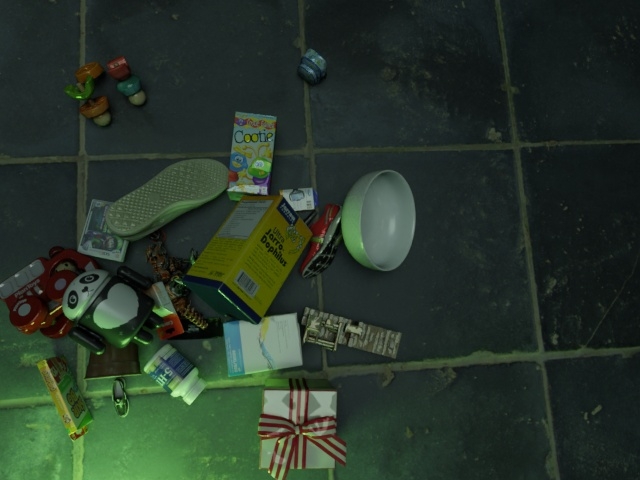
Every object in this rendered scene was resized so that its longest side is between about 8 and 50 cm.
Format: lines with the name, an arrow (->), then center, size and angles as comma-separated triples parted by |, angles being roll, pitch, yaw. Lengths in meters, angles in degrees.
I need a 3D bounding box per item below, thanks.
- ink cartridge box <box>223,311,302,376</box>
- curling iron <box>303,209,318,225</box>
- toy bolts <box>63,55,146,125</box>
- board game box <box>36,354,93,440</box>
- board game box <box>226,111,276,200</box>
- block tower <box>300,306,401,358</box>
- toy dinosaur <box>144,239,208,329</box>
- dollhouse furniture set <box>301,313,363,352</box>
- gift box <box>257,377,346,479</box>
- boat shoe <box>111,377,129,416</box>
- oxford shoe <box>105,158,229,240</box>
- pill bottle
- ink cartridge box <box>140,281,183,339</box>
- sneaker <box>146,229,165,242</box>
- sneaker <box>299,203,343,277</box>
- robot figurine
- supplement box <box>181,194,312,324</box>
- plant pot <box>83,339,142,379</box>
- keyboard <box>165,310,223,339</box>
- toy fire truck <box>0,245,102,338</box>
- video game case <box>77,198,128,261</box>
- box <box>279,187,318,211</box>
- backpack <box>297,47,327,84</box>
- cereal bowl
ink cartridge box -> -0.182, 0.329, 1.456 | 0.232, 0.171, 0.169 | -7, 83, -6
curling iron -> -0.096, 0.002, 1.577 | 0.068, 0.035, 0.274 | 28, 73, 36
toy bolts -> -0.733, -0.526, 1.569 | 0.228, 0.159, 0.218 | -23, 44, 1
board game box -> -0.787, 0.485, 1.395 | 0.039, 0.124, 0.260 | -24, 85, -9
board game box -> -0.233, -0.280, 1.553 | 0.141, 0.144, 0.276 | 5, 82, -6
block tower -> 0.097, 0.313, 1.528 | 0.335, 0.097, 0.091 | 16, 81, -2
toy dinosaur -> -0.455, 0.136, 1.488 | 0.218, 0.164, 0.322 | -32, 99, 4
dollhouse furniture set -> 0.041, 0.301, 1.395 | 0.181, 0.161, 0.101 | 14, 81, -2
gift box -> -0.061, 0.578, 1.389 | 0.254, 0.258, 0.277 | -2, 81, -6
boat shoe -> -0.649, 0.508, 1.449 | 0.046, 0.038, 0.125 | -5, 82, -6
oxford shoe -> -0.501, -0.141, 1.500 | 0.449, 0.130, 0.169 | -36, 83, -30
pill bottle -> -0.460, 0.433, 1.442 | 0.186, 0.112, 0.112 | 41, 80, 1
ink cartridge box -> -0.530, 0.236, 1.449 | 0.145, 0.045, 0.180 | -23, 89, 36
sneaker -> -0.600, -0.046, 1.521 | 0.157, 0.065, 0.061 | 26, 80, -2
sneaker -> 0.000, 0.000, 1.571 | 0.118, 0.107, 0.279 | 29, 89, 32
robot figurine -> -0.603, 0.203, 1.311 | 0.278, 0.209, 0.173 | 37, 110, -17
supplement box -> -0.219, 0.050, 1.403 | 0.195, 0.194, 0.357 | 52, 57, -37
plant pot -> -0.652, 0.348, 1.419 | 0.166, 0.167, 0.165 | -4, 74, -6
keyboard -> -0.425, 0.281, 1.513 | 0.191, 0.038, 0.100 | -1, 99, -3
toy fire truck -> -0.857, 0.146, 1.430 | 0.302, 0.169, 0.254 | -38, 68, -9
video game case -> -0.714, -0.035, 1.505 | 0.173, 0.022, 0.191 | 10, 80, 13
box -> -0.077, -0.144, 1.609 | 0.136, 0.028, 0.081 | -5, 82, -9
backpack -> -0.030, -0.632, 1.639 | 0.105, 0.114, 0.084 | 38, 80, 0
cereal bowl -> 0.180, -0.067, 1.516 | 0.338, 0.141, 0.339 | -4, 96, -48
